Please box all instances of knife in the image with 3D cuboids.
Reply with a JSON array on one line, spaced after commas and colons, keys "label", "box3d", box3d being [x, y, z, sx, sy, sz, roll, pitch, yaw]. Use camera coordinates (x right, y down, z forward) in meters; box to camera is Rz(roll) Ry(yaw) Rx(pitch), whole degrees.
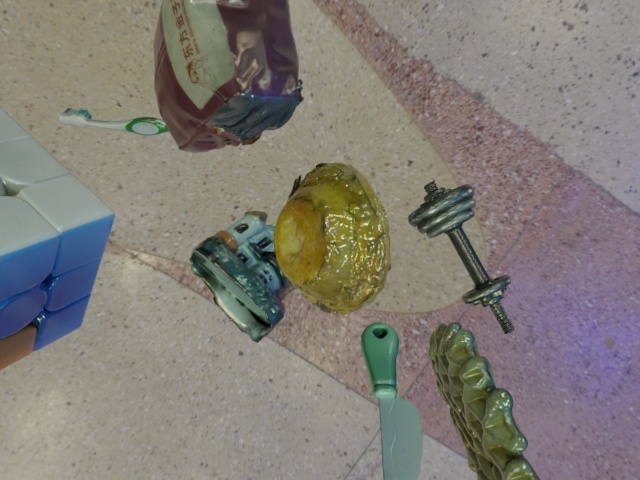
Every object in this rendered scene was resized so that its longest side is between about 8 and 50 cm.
[{"label": "knife", "box3d": [0.095, 0.221, 0.633, 0.063, 0.261, 0.035, -4, 137, -2]}]

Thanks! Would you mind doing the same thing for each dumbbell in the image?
[{"label": "dumbbell", "box3d": [0.225, 0.024, 0.749, 0.110, 0.110, 0.255, -27, 83, 4]}]

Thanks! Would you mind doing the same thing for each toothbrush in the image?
[{"label": "toothbrush", "box3d": [-0.354, -0.237, 1.029, 0.417, 0.040, 0.042, 9, 135, 8]}]

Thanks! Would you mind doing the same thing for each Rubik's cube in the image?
[{"label": "Rubik's cube", "box3d": [-0.532, 0.017, 0.711, 0.291, 0.290, 0.292, 41, 125, 9]}]

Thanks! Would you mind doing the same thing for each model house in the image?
[{"label": "model house", "box3d": [-0.129, 0.047, 1.161, 0.253, 0.184, 0.291, 46, 53, 0]}]

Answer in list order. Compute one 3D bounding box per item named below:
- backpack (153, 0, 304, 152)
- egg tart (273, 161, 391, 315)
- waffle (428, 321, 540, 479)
[{"label": "backpack", "box3d": [-0.158, -0.272, 0.777, 0.197, 0.317, 0.284, -5, 80, -31]}, {"label": "egg tart", "box3d": [0.000, 0.000, 0.887, 0.116, 0.294, 0.295, -7, 100, -38]}, {"label": "waffle", "box3d": [0.239, 0.268, 0.756, 0.056, 0.309, 0.292, -20, 79, -1]}]
